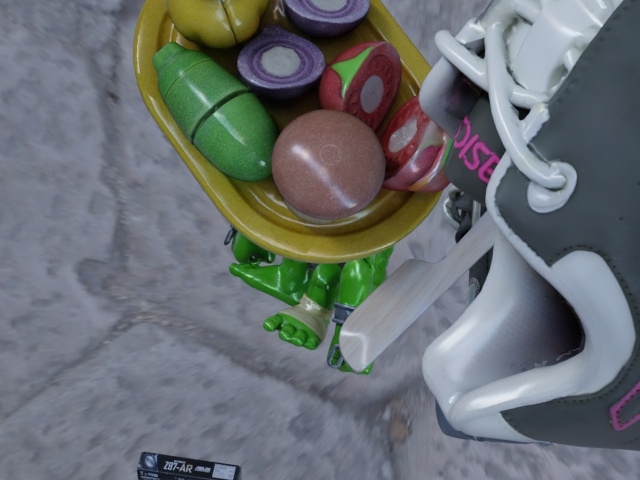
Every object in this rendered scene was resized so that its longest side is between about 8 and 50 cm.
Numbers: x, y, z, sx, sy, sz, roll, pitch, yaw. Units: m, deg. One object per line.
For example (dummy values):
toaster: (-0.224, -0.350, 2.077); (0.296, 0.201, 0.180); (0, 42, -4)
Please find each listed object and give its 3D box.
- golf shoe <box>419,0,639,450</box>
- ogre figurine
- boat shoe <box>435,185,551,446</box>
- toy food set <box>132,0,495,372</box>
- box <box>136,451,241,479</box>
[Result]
golf shoe: (0.086, -0.047, 0.346); (0.120, 0.105, 0.273); (-12, 131, -10)
ogre figurine: (0.000, 0.000, 1.112); (0.097, 0.197, 0.118); (21, 104, -13)
boat shoe: (0.113, -0.023, 0.990); (0.099, 0.116, 0.319); (-15, 56, 25)
toy food set: (0.000, -0.063, 0.751); (0.128, 0.071, 0.218); (-35, 80, -11)
box: (-0.106, 0.204, 1.311); (0.083, 0.067, 0.018); (7, 49, 6)
